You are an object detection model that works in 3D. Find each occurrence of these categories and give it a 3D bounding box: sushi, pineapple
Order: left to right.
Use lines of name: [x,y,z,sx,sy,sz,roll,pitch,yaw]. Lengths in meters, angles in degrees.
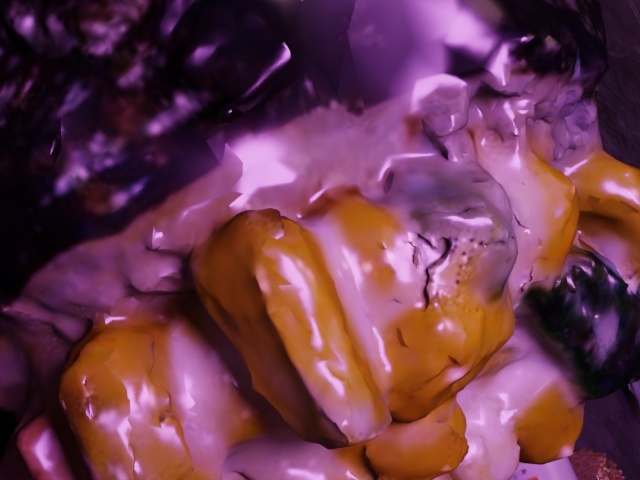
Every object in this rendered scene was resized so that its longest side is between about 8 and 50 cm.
sushi: [0.000,0.000,0.789,0.285,0.329,0.328,58,18,20]
pineapple: [0.201,0.186,1.259,0.124,0.058,0.058,37,30,-38]

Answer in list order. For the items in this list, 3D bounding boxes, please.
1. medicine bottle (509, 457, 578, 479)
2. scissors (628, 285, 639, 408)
medicine bottle: [0.139,0.172,1.156,0.057,0.057,0.089,18,43,-55]
scissors: [0.257,0.028,1.608,0.256,0.029,0.383,36,28,-40]
